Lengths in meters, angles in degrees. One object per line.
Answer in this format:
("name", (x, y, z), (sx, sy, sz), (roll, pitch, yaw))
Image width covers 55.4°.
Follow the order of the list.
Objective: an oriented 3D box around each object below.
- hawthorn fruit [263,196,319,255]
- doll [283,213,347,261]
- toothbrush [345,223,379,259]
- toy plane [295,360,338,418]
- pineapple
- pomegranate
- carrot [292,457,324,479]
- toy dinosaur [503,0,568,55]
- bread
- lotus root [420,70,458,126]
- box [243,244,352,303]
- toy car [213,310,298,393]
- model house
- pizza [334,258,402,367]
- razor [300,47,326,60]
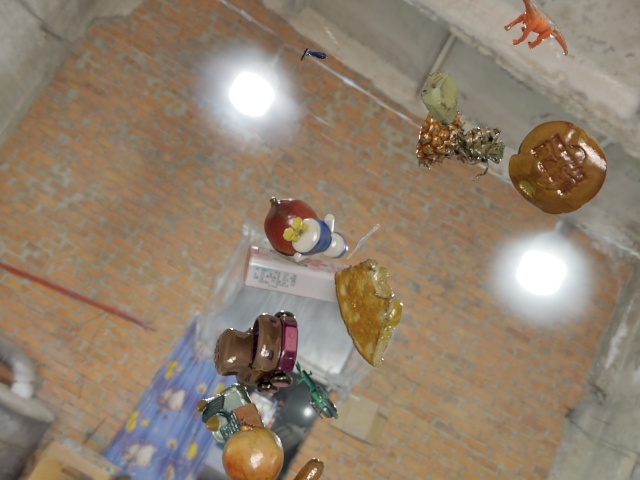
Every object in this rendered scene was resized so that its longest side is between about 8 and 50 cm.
("hawthorn fruit", (-0.081, -0.048, 1.764), (0.188, 0.169, 0.169), (64, -24, -9))
("doll", (0.000, 0.000, 1.000), (0.143, 0.098, 0.057), (19, 25, -49))
("toothbrush", (0.140, 0.005, 2.030), (0.014, 0.162, 0.017), (36, 16, -35))
("toy plane", (-0.015, 0.493, 1.967), (0.235, 0.060, 0.096), (47, -19, 30))
("pineapple", (0.509, -0.348, 2.148), (0.272, 0.262, 0.262), (22, -18, 25))
("pomegranate", (-0.199, 0.646, 1.832), (0.191, 0.191, 0.191), (27, -16, 8))
("carrot", (-0.060, 0.738, 1.841), (0.060, 0.186, 0.060), (41, -7, 6))
("toy dinosaur", (0.442, -0.464, 1.294), (0.280, 0.055, 0.101), (11, -26, -33))
("bread", (0.695, -0.215, 1.780), (0.270, 0.269, 0.148), (20, 22, 29))
("lotus root", (0.353, -0.402, 1.738), (0.070, 0.143, 0.144), (-10, -48, 32))
("box", (-0.065, 0.117, 2.013), (0.370, 0.112, 0.190), (13, 15, -9))
("toy car", (-0.228, 0.384, 2.153), (0.241, 0.271, 0.340), (14, -33, -21))
("model house", (-0.381, 0.702, 2.370), (0.253, 0.185, 0.291), (64, 18, 18))
("pizza", (0.140, 0.173, 1.675), (0.090, 0.323, 0.223), (6, -45, -33))
("razor", (-0.023, -0.597, 1.952), (0.028, 0.044, 0.155), (39, 27, 14))
